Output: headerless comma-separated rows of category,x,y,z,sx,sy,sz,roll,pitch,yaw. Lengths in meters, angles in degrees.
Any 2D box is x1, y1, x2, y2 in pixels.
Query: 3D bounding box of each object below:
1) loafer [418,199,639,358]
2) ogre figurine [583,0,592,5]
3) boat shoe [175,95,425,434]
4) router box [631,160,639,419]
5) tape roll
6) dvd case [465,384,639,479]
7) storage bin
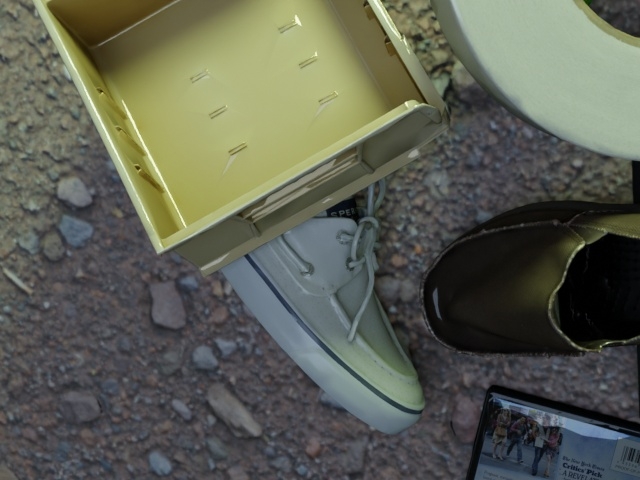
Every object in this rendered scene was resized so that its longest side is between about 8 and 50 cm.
loafer,0.213,0.031,1.177,0.366,0.130,0.133,-14,91,44
ogre figurine,0.211,-0.254,1.193,0.197,0.097,0.118,-31,112,35
boat shoe,0.001,-0.002,1.286,0.156,0.136,0.367,-41,81,15
router box,0.413,0.046,1.152,0.309,0.081,0.243,6,105,39
tape roll,0.271,-0.257,1.112,0.392,0.072,0.392,-2,102,-10
dvd case,0.220,0.277,1.344,0.180,0.022,0.253,15,106,11
storage bin,-0.063,-0.147,1.195,0.260,0.123,0.262,-29,72,3
